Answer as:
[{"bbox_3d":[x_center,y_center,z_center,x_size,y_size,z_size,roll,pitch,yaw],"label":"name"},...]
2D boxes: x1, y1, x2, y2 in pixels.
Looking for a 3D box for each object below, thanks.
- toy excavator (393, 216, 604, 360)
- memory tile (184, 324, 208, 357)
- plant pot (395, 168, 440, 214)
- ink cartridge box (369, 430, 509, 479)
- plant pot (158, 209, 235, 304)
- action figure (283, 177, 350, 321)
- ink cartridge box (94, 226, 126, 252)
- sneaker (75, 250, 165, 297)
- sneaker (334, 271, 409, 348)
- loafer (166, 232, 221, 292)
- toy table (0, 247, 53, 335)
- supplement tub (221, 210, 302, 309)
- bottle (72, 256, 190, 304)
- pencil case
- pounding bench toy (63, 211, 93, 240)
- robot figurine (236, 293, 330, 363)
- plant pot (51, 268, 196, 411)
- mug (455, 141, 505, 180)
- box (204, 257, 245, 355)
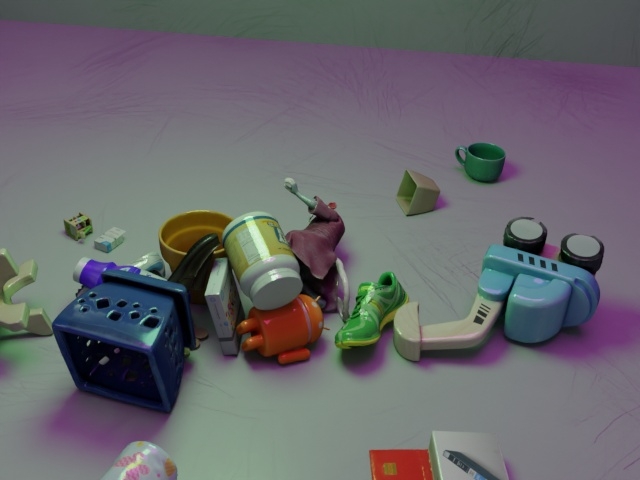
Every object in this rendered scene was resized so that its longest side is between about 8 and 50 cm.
[{"bbox_3d":[0.445,0.155,1.838,0.433,0.222,0.445,17,46,21],"label":"toy excavator"},{"bbox_3d":[-0.350,0.244,1.790,0.113,0.012,0.148,20,38,22],"label":"memory tile"},{"bbox_3d":[0.311,-0.147,2.335,0.096,0.109,0.109,6,32,-20],"label":"plant pot"},{"bbox_3d":[0.236,0.499,1.426,0.261,0.066,0.296,2,35,-4],"label":"ink cartridge box"},{"bbox_3d":[-0.305,0.054,1.914,0.205,0.188,0.205,2,34,-1],"label":"plant pot"},{"bbox_3d":[0.000,0.000,1.967,0.276,0.248,0.370,13,39,13],"label":"action figure"},{"bbox_3d":[-0.594,-0.002,2.110,0.048,0.028,0.083,19,38,21],"label":"ink cartridge box"},{"bbox_3d":[-0.513,0.105,1.925,0.237,0.085,0.086,-25,79,-22],"label":"sneaker"},{"bbox_3d":[0.111,0.170,1.820,0.109,0.123,0.295,-13,16,36],"label":"sneaker"},{"bbox_3d":[-0.299,0.079,1.745,0.078,0.220,0.080,38,1,-13],"label":"loafer"},{"bbox_3d":[-0.747,0.147,1.727,0.161,0.252,0.274,-19,46,-2],"label":"toy table"},{"bbox_3d":[-0.134,0.047,1.731,0.144,0.144,0.199,-13,55,-22],"label":"supplement tub"},{"bbox_3d":[-0.463,0.122,1.819,0.283,0.092,0.118,23,50,7],"label":"bottle"},{"bbox_3d":[-0.371,0.492,1.345,0.124,0.113,0.273,23,38,10],"label":"pencil case"},{"bbox_3d":[-0.680,-0.037,2.132,0.083,0.052,0.065,27,41,30],"label":"pounding bench toy"},{"bbox_3d":[-0.087,0.199,1.774,0.219,0.128,0.158,-14,39,-23],"label":"robot figurine"},{"bbox_3d":[-0.405,0.204,1.621,0.236,0.236,0.212,13,46,13],"label":"plant pot"},{"bbox_3d":[0.545,-0.265,2.521,0.129,0.097,0.158,-15,38,-23],"label":"mug"},{"bbox_3d":[-0.225,0.157,1.772,0.038,0.186,0.145,-7,33,8],"label":"box"}]
